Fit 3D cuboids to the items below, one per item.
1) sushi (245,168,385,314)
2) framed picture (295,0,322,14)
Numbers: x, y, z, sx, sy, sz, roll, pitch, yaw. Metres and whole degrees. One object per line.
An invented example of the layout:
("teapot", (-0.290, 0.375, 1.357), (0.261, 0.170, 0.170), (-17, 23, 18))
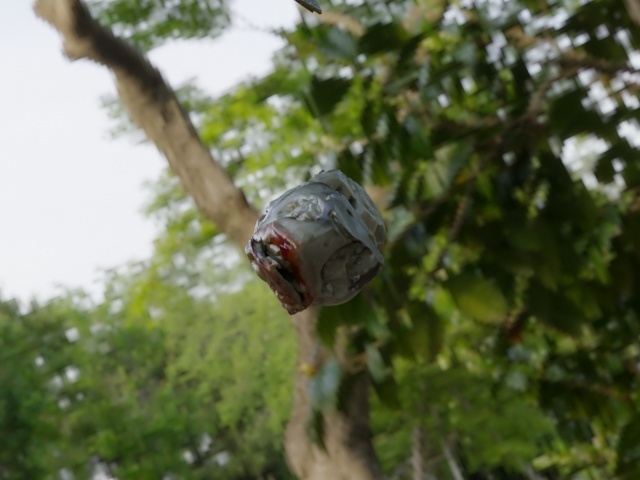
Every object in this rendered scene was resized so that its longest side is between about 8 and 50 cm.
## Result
("sushi", (0.000, 0.000, 1.655), (0.130, 0.124, 0.332), (-31, 7, 5))
("framed picture", (-0.088, -0.378, 1.730), (0.014, 0.252, 0.197), (-30, -13, 14))
